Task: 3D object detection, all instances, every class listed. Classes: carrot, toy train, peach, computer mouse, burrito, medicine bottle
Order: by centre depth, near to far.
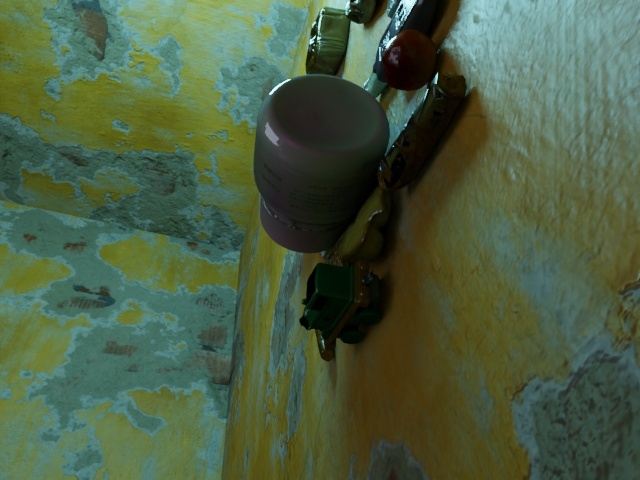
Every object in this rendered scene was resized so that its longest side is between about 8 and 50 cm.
[{"bbox_3d":[0.155,-0.164,0.889,0.228,0.069,0.069,119,159,-49],"label":"carrot"},{"bbox_3d":[0.154,-0.310,0.972,0.101,0.101,0.100,-167,90,-77],"label":"peach"},{"bbox_3d":[0.029,0.113,1.004,0.227,0.136,0.091,122,158,-49],"label":"toy train"},{"bbox_3d":[0.169,-0.407,1.075,0.232,0.057,0.120,122,157,-50],"label":"computer mouse"},{"bbox_3d":[-0.011,-0.145,1.162,0.325,0.256,0.256,103,172,-54],"label":"medicine bottle"},{"bbox_3d":[0.006,0.200,1.235,0.170,0.042,0.042,-102,28,-61],"label":"carrot"},{"bbox_3d":[0.125,-0.350,1.243,0.118,0.044,0.074,130,152,-61],"label":"burrito"}]

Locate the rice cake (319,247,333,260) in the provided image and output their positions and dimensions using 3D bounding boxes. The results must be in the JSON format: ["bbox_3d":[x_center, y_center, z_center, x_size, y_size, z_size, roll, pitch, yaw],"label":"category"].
[{"bbox_3d":[0.001,0.000,1.431,0.270,0.049,0.055,-132,42,-73],"label":"rice cake"}]

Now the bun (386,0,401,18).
[{"bbox_3d":[0.171,-0.510,1.195,0.083,0.045,0.083,-164,90,-78],"label":"bun"}]

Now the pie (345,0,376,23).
[{"bbox_3d":[0.138,-0.745,1.506,0.339,0.077,0.339,-168,90,-81],"label":"pie"}]

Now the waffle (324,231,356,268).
[{"bbox_3d":[0.043,0.056,1.210,0.148,0.042,0.102,124,155,-60],"label":"waffle"}]

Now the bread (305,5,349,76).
[{"bbox_3d":[0.015,-0.651,1.863,0.192,0.110,0.209,133,148,-68],"label":"bread"}]

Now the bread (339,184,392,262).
[{"bbox_3d":[0.091,-0.023,1.051,0.188,0.065,0.149,136,155,-73],"label":"bread"}]
